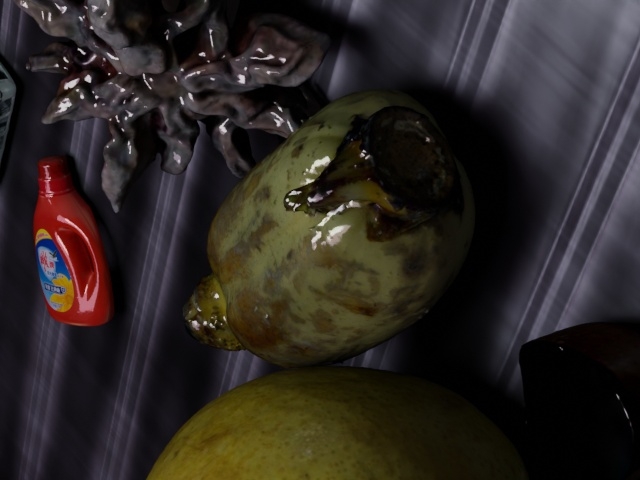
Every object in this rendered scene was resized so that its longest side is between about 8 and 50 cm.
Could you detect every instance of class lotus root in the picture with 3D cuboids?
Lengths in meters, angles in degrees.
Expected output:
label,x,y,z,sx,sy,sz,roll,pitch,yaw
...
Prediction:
label,x,y,z,sx,sy,sz,roll,pitch,yaw
lotus root,0.000,0.000,1.330,0.309,0.173,0.173,-38,78,51

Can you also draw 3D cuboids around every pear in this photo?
label,x,y,z,sx,sy,sz,roll,pitch,yaw
pear,0.018,0.236,1.320,0.304,0.304,0.304,29,130,41

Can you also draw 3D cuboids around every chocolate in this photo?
label,x,y,z,sx,sy,sz,roll,pitch,yaw
chocolate,0.195,0.114,1.207,0.125,0.080,0.148,58,153,32

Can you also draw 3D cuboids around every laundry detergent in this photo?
label,x,y,z,sx,sy,sz,roll,pitch,yaw
laundry detergent,-0.244,-0.001,1.737,0.097,0.049,0.165,11,116,42

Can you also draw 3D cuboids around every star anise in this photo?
label,x,y,z,sx,sy,sz,roll,pitch,yaw
star anise,-0.116,-0.128,1.364,0.283,0.129,0.212,23,137,-13

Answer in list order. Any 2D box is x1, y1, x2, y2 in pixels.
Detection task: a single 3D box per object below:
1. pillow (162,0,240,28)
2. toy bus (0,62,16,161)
label,x,y,z,sx,sy,sz,roll,pitch,yaw
pillow,-0.145,-0.251,1.450,0.270,0.067,0.173,42,144,31
toy bus,-0.363,-0.108,1.795,0.087,0.089,0.194,50,142,24
